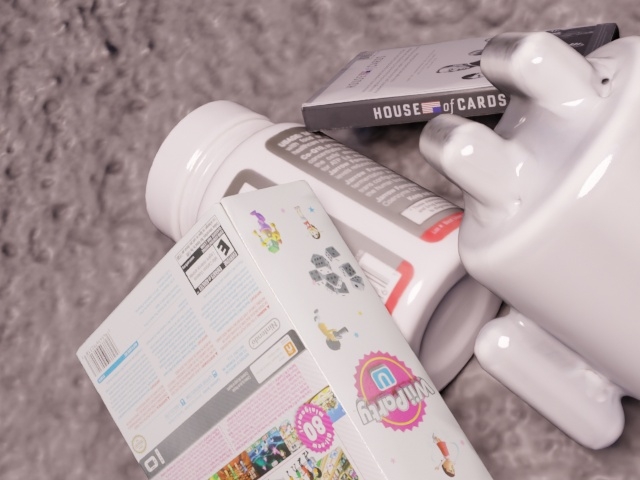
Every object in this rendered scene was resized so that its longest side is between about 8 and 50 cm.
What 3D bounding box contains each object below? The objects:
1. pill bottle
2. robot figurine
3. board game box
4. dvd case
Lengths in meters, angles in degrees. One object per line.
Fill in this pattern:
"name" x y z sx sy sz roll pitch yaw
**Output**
"pill bottle" 0.000 0.000 0.944 0.283 0.161 0.161 31 84 29
"robot figurine" 0.238 0.000 0.778 0.353 0.200 0.300 37 99 -10
"board game box" -0.026 0.144 0.834 0.224 0.097 0.303 -42 73 39
"dvd case" 0.123 -0.139 0.956 0.238 0.179 0.029 -4 111 21
